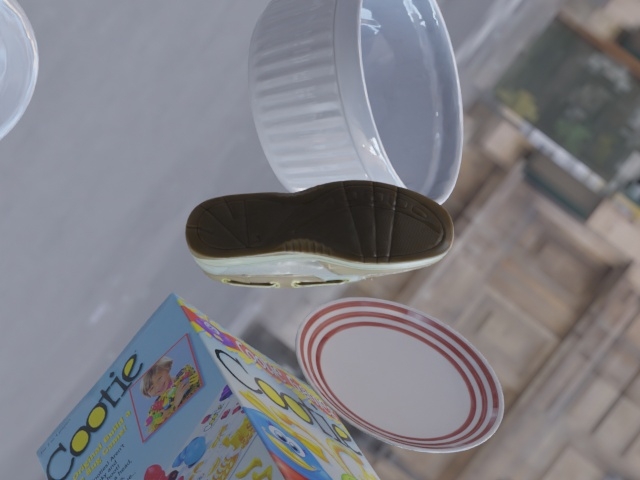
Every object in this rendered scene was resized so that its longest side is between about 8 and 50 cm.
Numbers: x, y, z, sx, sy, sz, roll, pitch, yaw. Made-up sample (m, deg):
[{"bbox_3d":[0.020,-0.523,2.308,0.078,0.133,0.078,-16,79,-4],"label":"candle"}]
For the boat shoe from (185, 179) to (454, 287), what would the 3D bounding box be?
[{"bbox_3d":[0.000,0.000,1.007,0.045,0.135,0.050,88,5,-63],"label":"boat shoe"}]

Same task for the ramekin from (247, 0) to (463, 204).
[{"bbox_3d":[0.026,-0.120,1.579,0.109,0.207,0.207,-8,-163,25],"label":"ramekin"}]

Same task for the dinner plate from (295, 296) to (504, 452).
[{"bbox_3d":[0.049,0.088,1.249,0.141,0.141,0.017,-46,163,-56],"label":"dinner plate"}]

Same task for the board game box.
[{"bbox_3d":[-0.044,0.175,1.160,0.144,0.142,0.275,-49,-149,7],"label":"board game box"}]

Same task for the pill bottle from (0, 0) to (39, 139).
[{"bbox_3d":[-0.202,-0.098,0.910,0.087,0.087,0.160,-52,-141,-7],"label":"pill bottle"}]
